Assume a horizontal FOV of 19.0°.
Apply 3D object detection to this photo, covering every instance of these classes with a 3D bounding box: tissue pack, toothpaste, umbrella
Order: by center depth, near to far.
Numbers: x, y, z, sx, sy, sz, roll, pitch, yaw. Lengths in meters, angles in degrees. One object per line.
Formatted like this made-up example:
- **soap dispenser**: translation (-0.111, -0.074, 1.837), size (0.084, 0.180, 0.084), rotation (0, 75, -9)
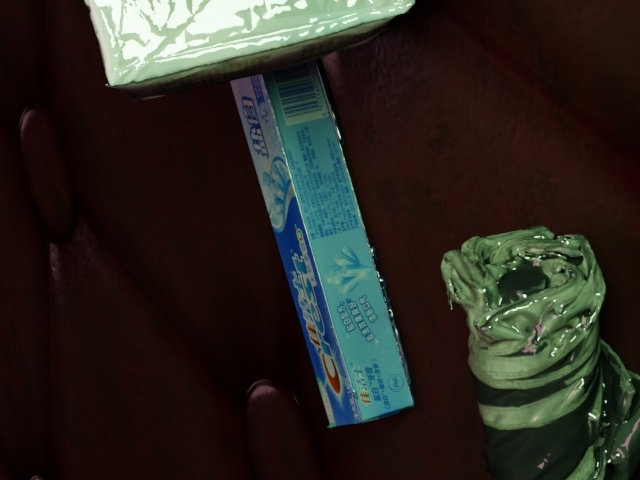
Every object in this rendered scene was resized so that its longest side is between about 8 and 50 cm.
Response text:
- **umbrella**: translation (0.145, 0.155, 1.178), size (0.113, 0.106, 0.357), rotation (-130, 27, -56)
- **tissue pack**: translation (-0.050, -0.164, 1.180), size (0.225, 0.185, 0.124), rotation (-133, 27, -87)
- **toothpaste**: translation (0.000, 0.000, 1.397), size (0.066, 0.053, 0.272), rotation (-20, 86, 63)
